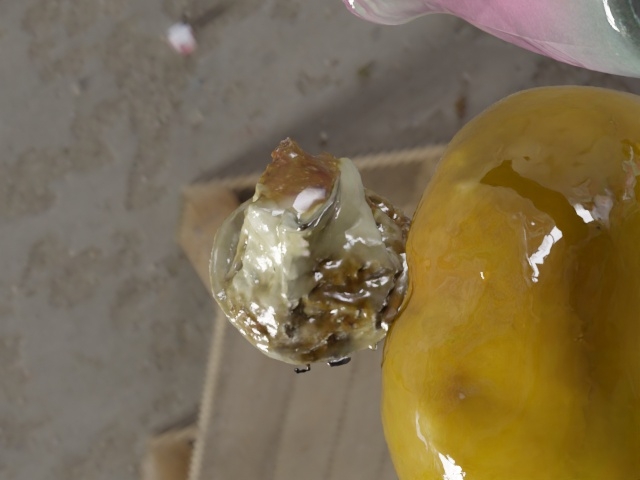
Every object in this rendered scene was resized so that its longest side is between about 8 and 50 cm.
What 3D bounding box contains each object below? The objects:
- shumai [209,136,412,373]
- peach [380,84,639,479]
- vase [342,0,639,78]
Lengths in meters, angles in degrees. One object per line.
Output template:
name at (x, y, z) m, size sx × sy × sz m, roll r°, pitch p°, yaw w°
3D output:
shumai at (-0.004, 0.000, 1.185) m, size 0.146 × 0.145 × 0.116 m, roll -20°, pitch 152°, yaw -17°
peach at (0.127, 0.049, 0.894) m, size 0.251 × 0.153 × 0.251 m, roll 6°, pitch 90°, yaw -66°
vase at (0.079, -0.110, 0.718) m, size 0.086 × 0.214 × 0.086 m, roll -5°, pitch 100°, yaw -29°
